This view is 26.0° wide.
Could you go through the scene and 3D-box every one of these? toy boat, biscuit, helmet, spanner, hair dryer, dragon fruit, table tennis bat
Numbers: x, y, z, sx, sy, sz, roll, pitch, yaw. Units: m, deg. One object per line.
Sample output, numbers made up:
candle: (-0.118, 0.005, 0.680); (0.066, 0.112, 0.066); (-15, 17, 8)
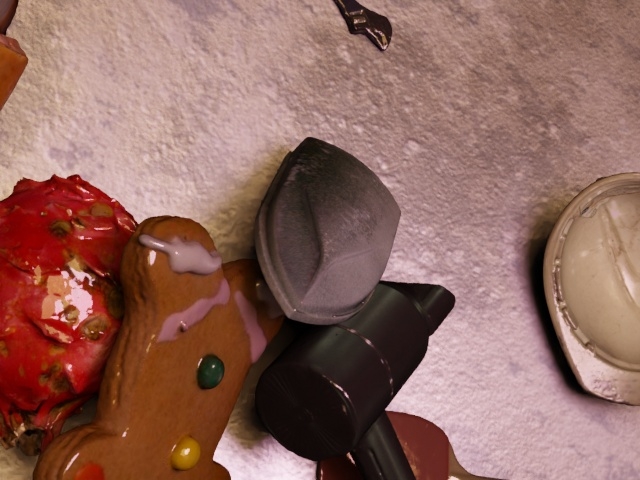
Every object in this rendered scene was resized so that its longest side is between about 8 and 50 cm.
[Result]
toy boat: (0.000, 0.000, 1.377); (0.141, 0.092, 0.319); (39, 23, -8)
biscuit: (-0.146, 0.207, 1.272); (0.283, 0.064, 0.432); (31, 77, -59)
helmet: (0.361, 0.048, 1.572); (0.204, 0.137, 0.258); (-4, 95, 15)
spanner: (0.012, -0.302, 1.592); (0.046, 0.012, 0.208); (-40, 92, -25)
hair dryer: (0.079, 0.194, 1.425); (0.244, 0.116, 0.303); (-41, 113, -49)
dragon fruit: (-0.259, 0.070, 1.295); (0.210, 0.205, 0.268); (12, 81, -21)
table tennis bat: (0.113, 0.258, 1.485); (0.246, 0.022, 0.138); (12, 71, -16)

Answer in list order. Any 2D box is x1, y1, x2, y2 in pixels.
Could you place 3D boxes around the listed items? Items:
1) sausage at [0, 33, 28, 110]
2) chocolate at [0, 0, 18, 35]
sausage: (-0.365, -0.078, 1.286); (0.108, 0.109, 0.271); (22, 104, -14)
chocolate: (-0.413, -0.291, 1.331); (0.283, 0.186, 0.284); (5, 75, -19)
